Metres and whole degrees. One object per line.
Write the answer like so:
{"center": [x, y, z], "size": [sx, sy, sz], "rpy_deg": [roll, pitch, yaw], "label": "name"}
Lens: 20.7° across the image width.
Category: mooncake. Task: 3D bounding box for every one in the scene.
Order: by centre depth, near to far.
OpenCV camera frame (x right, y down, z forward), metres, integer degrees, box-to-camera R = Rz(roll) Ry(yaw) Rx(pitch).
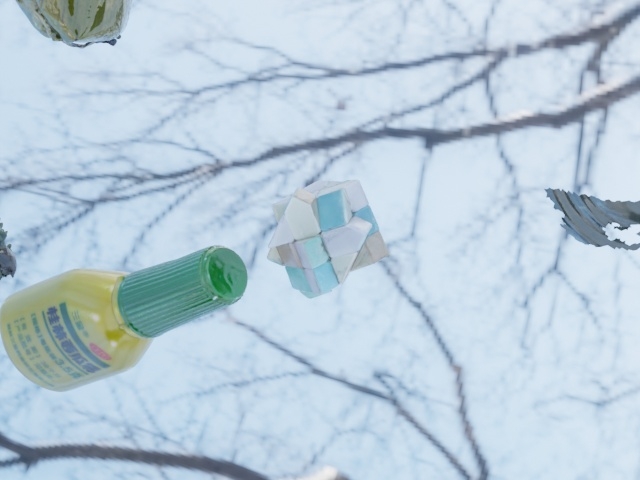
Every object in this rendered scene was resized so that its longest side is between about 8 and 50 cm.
{"center": [0.072, 0.085, 0.793], "size": [0.150, 0.057, 0.347], "rpy_deg": [-6, -42, -11], "label": "mooncake"}

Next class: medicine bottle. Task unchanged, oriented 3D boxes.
{"center": [-0.154, 0.055, 1.369], "size": [0.095, 0.260, 0.064], "rpy_deg": [58, -136, -12], "label": "medicine bottle"}

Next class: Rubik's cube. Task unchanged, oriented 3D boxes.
{"center": [-0.002, -0.002, 1.224], "size": [0.073, 0.084, 0.075], "rpy_deg": [-28, -92, -23], "label": "Rubik's cube"}

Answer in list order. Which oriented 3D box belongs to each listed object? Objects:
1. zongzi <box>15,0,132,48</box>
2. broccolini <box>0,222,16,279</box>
{"center": [-0.209, -0.251, 1.260], "size": [0.094, 0.204, 0.205], "rpy_deg": [-24, -43, -40], "label": "zongzi"}
{"center": [-0.176, -0.049, 0.711], "size": [0.042, 0.044, 0.218], "rpy_deg": [-52, -33, -24], "label": "broccolini"}
